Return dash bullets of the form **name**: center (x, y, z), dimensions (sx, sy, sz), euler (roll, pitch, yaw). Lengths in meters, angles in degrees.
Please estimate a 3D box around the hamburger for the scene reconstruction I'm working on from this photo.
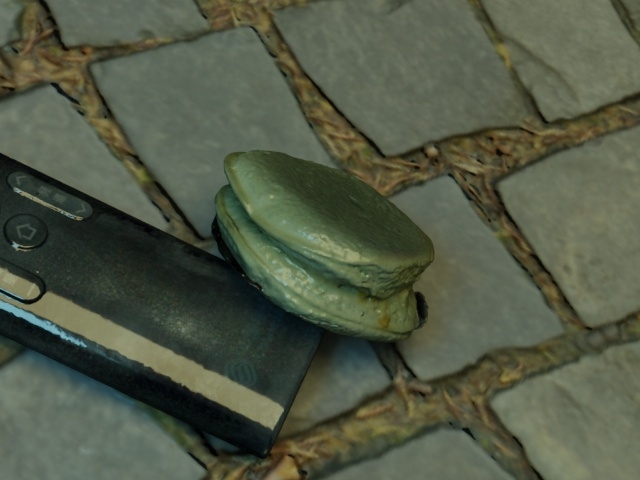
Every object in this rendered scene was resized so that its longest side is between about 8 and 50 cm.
- **hamburger**: center (0.000, 0.000, 0.924), dimensions (0.140, 0.062, 0.133), euler (39, 22, 33)

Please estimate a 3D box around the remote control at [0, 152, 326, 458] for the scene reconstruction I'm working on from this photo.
- **remote control**: center (-0.181, 0.000, 0.901), dimensions (0.377, 0.044, 0.107), euler (26, 47, 0)
